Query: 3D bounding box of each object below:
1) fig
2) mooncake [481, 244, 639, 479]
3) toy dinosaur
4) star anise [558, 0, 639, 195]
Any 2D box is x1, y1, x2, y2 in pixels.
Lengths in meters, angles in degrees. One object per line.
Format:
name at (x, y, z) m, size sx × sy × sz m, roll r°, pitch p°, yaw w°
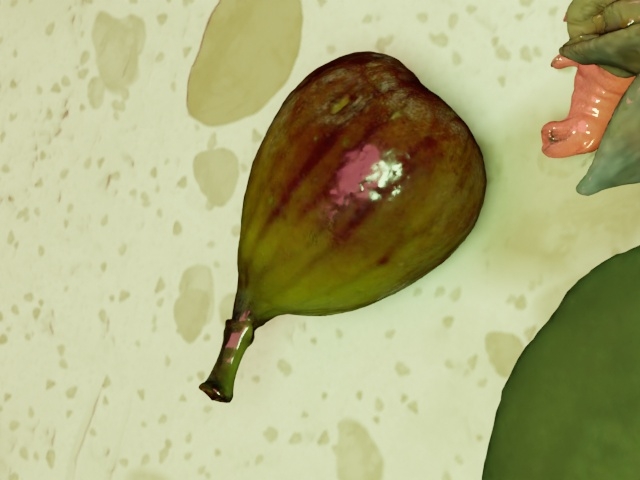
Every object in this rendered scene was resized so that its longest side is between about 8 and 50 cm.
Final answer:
fig at (0.001, 0.001, 1.229) m, size 0.170 × 0.145 × 0.274 m, roll 38°, pitch 93°, yaw 35°
mooncake at (0.272, 0.163, 0.961) m, size 0.356 × 0.194 × 0.356 m, roll -1°, pitch 88°, yaw 46°
toy dinosaur at (0.258, -0.144, 1.121) m, size 0.286 × 0.070 × 0.139 m, roll -47°, pitch 70°, yaw 19°
star anise at (0.276, -0.125, 0.991) m, size 0.315 × 0.108 × 0.315 m, roll -12°, pitch 65°, yaw 26°
